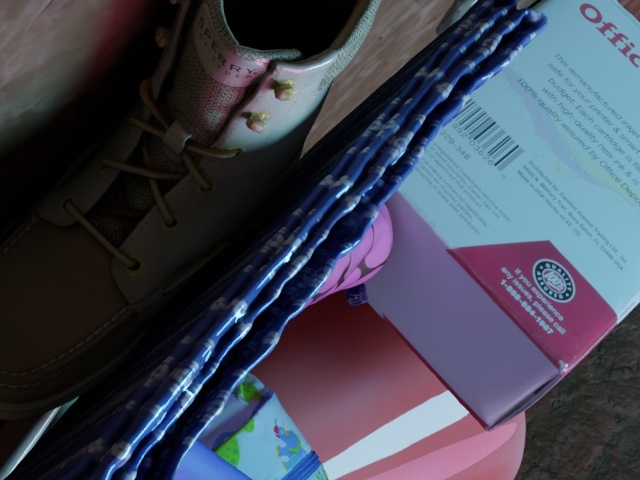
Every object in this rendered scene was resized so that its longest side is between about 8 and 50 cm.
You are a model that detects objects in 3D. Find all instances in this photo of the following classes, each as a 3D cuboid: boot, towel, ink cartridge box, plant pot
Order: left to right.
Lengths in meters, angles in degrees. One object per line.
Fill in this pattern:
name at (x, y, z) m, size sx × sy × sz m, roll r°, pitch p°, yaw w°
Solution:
boot at (-0.062, -0.032, 0.625) m, size 0.213 × 0.077 × 0.165 m, roll -45°, pitch 175°, yaw -33°
towel at (-0.047, 0.040, 0.688) m, size 0.336 × 0.040 × 0.243 m, roll -50°, pitch -172°, yaw -33°
plant pot at (-0.002, 0.157, 1.338) m, size 0.243 × 0.275 × 0.275 m, roll -27°, pitch 164°, yaw -34°
ink cartridge box at (0.169, -0.036, 1.218) m, size 0.306 × 0.226 × 0.131 m, roll -37°, pitch 170°, yaw -37°

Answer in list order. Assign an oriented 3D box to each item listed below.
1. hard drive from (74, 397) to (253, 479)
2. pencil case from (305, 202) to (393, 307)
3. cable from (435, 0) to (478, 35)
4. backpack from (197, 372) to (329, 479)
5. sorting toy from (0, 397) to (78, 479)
hard drive at (-0.083, 0.235, 0.895) m, size 0.210 × 0.040 × 0.318 m, roll -58°, pitch 140°, yaw -11°
pencil case at (-0.022, 0.011, 1.023) m, size 0.098 × 0.095 × 0.209 m, roll -28°, pitch 176°, yaw 20°
cable at (0.142, -0.228, 0.794) m, size 0.287 × 0.072 × 0.139 m, roll -53°, pitch 160°, yaw -29°
backpack at (-0.151, 0.233, 1.061) m, size 0.355 × 0.273 × 0.290 m, roll -20°, pitch 168°, yaw -16°
sorting toy at (-0.175, 0.118, 0.860) m, size 0.347 × 0.047 × 0.196 m, roll -57°, pitch 178°, yaw -26°
